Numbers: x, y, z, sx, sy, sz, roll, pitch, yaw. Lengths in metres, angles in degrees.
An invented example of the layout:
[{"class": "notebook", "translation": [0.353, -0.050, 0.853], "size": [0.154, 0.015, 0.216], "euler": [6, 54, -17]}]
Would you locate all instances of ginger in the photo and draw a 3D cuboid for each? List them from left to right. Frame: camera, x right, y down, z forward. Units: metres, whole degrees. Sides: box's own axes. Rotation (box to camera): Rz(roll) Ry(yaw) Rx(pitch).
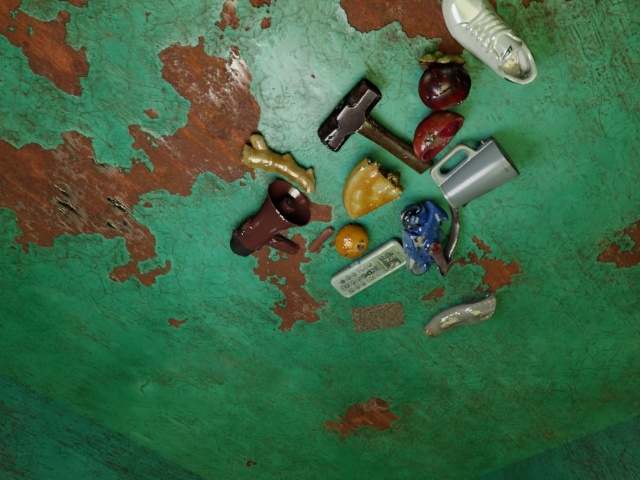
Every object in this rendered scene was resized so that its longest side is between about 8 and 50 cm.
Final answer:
[{"class": "ginger", "translation": [-0.138, -0.256, 1.588], "size": [0.298, 0.065, 0.118], "euler": [30, 107, -20]}]

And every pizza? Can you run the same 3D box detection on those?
[{"class": "pizza", "translation": [0.192, -0.190, 1.612], "size": [0.228, 0.081, 0.290], "euler": [0, 141, -6]}]

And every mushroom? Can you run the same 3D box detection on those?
[{"class": "mushroom", "translation": [0.616, 0.335, 2.003], "size": [0.351, 0.097, 0.109], "euler": [-27, 119, 21]}]

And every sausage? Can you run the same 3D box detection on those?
[{"class": "sausage", "translation": [0.000, 0.000, 1.789], "size": [0.030, 0.035, 0.147], "euler": [23, 126, -39]}]

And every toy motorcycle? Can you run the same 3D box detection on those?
[{"class": "toy motorcycle", "translation": [0.409, -0.025, 1.726], "size": [0.182, 0.241, 0.319], "euler": [15, 131, 39]}]

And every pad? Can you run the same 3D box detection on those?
[{"class": "pad", "translation": [0.263, 0.349, 2.056], "size": [0.234, 0.003, 0.158], "euler": [-10, 125, 6]}]

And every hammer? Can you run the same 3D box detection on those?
[{"class": "hammer", "translation": [0.216, -0.344, 1.535], "size": [0.408, 0.095, 0.242], "euler": [27, 120, -25]}]

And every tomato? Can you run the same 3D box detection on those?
[{"class": "tomato", "translation": [0.376, -0.360, 1.492], "size": [0.099, 0.173, 0.189], "euler": [50, 129, 16]}]

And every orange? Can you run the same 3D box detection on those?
[{"class": "orange", "translation": [0.117, 0.002, 1.743], "size": [0.135, 0.117, 0.136], "euler": [-20, 120, -40]}]

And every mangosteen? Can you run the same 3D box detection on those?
[{"class": "mangosteen", "translation": [0.378, -0.493, 1.386], "size": [0.166, 0.166, 0.180], "euler": [-8, 98, 5]}]

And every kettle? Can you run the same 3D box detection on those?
[{"class": "kettle", "translation": [0.523, -0.242, 1.567], "size": [0.243, 0.160, 0.210], "euler": [-35, 113, 28]}]

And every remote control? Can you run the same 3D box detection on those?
[{"class": "remote control", "translation": [0.202, 0.113, 1.853], "size": [0.335, 0.066, 0.128], "euler": [-33, 117, 20]}]

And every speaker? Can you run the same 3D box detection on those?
[{"class": "speaker", "translation": [-0.175, -0.059, 1.711], "size": [0.259, 0.198, 0.329], "euler": [-7, 155, -45]}]

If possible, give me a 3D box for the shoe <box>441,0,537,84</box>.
[{"class": "shoe", "translation": [0.499, -0.586, 1.313], "size": [0.363, 0.160, 0.132], "euler": [34, 116, -23]}]
